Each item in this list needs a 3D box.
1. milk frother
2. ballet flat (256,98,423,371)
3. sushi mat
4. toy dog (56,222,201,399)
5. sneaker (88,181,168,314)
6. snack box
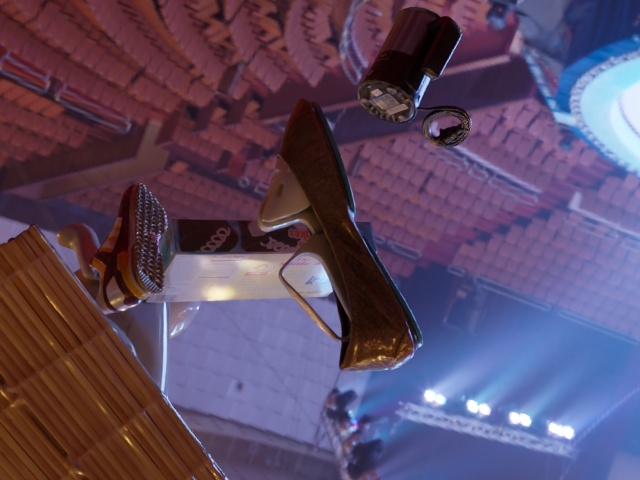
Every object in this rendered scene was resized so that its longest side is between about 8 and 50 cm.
[{"bbox_3d":[0.143,-0.213,1.031,0.129,0.134,0.143,6,149,42],"label":"milk frother"},{"bbox_3d":[0.000,0.000,0.913,0.124,0.342,0.116,-22,174,-10],"label":"ballet flat"},{"bbox_3d":[-0.167,0.156,0.538,0.019,0.151,0.316,7,132,58],"label":"sushi mat"},{"bbox_3d":[-0.329,0.140,1.296,0.395,0.284,0.408,36,-145,-11],"label":"toy dog"},{"bbox_3d":[-0.230,0.005,0.902,0.069,0.084,0.185,54,-164,-37],"label":"sneaker"},{"bbox_3d":[-0.095,0.033,1.200,0.322,0.060,0.187,0,155,-27],"label":"snack box"}]
